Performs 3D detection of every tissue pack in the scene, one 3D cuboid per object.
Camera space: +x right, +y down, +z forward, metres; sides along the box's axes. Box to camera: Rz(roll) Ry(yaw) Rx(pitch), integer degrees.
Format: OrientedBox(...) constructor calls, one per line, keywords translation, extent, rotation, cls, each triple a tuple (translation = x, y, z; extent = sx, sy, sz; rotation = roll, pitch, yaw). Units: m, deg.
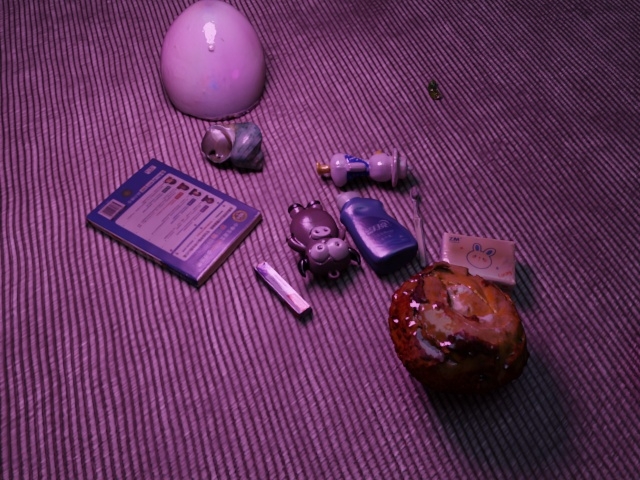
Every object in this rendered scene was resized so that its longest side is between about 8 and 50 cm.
OrientedBox(translation=(0.417, 0.064, 1.725), extent=(0.196, 0.092, 0.148), rotation=(6, 52, 7), cls="tissue pack")

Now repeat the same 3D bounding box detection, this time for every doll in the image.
OrientedBox(translation=(-0.001, 0.000, 1.766), extent=(0.182, 0.117, 0.257), rotation=(-12, 49, -16), cls="doll")
OrientedBox(translation=(0.134, -0.220, 1.942), extent=(0.293, 0.138, 0.119), rotation=(1, 92, 4), cls="doll")

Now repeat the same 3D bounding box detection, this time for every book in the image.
OrientedBox(translation=(-0.424, -0.068, 1.873), extent=(0.428, 0.039, 0.300), rotation=(27, 57, 21), cls="book")

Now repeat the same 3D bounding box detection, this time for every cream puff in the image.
OrientedBox(translation=(0.308, 0.223, 1.512), extent=(0.350, 0.228, 0.350), rotation=(15, 35, -11), cls="cream puff")

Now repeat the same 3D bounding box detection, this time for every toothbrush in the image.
OrientedBox(translation=(0.282, -0.040, 1.855), extent=(0.026, 0.028, 0.294), rotation=(-2, 56, 1), cls="toothbrush")

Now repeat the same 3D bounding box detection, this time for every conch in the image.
OrientedBox(translation=(-0.259, -0.294, 2.004), extent=(0.188, 0.122, 0.176), rotation=(39, 82, 29), cls="conch")

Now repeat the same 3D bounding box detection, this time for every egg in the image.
OrientedBox(translation=(-0.362, -0.630, 2.135), extent=(0.354, 0.340, 0.354), rotation=(1, 50, -1), cls="egg")

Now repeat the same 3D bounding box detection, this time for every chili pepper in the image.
OrientedBox(translation=(0.394, -0.521, 2.238), extent=(0.030, 0.034, 0.091), rotation=(18, 44, -29), cls="chili pepper")

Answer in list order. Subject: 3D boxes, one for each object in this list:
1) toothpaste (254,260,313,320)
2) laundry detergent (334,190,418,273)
OrientedBox(translation=(-0.100, 0.130, 1.712), extent=(0.047, 0.040, 0.196), rotation=(-35, 59, -22), cls="toothpaste")
OrientedBox(translation=(0.143, -0.042, 1.811), extent=(0.143, 0.094, 0.290), rotation=(-27, 56, -15), cls="laundry detergent")
